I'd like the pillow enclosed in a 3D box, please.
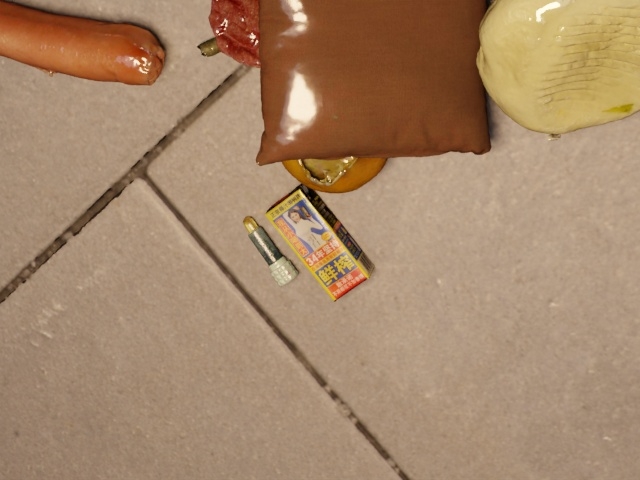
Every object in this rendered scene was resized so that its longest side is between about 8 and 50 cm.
[{"bbox_3d":[0.064,-0.250,1.244,0.308,0.108,0.305,-4,100,-12],"label":"pillow"}]

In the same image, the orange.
[{"bbox_3d":[0.016,-0.133,1.356,0.156,0.134,0.156,6,127,8],"label":"orange"}]

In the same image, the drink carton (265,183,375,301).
[{"bbox_3d":[0.000,0.000,1.458,0.071,0.056,0.166,-35,98,19],"label":"drink carton"}]

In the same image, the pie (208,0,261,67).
[{"bbox_3d":[-0.082,-0.308,1.345,0.153,0.038,0.153,1,93,20],"label":"pie"}]

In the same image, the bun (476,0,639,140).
[{"bbox_3d":[0.302,-0.250,1.189,0.259,0.160,0.259,-9,140,-8],"label":"bun"}]

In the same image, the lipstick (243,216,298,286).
[{"bbox_3d":[-0.079,0.013,1.500,0.037,0.037,0.116,-33,95,26],"label":"lipstick"}]

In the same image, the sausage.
[{"bbox_3d":[-0.416,-0.298,1.450,0.419,0.094,0.094,14,130,12],"label":"sausage"}]

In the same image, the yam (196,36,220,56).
[{"bbox_3d":[-0.116,-0.280,1.395,0.129,0.027,0.033,-19,103,25],"label":"yam"}]
